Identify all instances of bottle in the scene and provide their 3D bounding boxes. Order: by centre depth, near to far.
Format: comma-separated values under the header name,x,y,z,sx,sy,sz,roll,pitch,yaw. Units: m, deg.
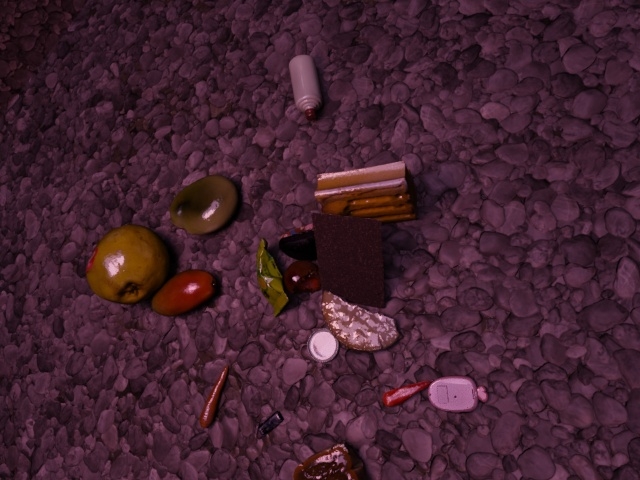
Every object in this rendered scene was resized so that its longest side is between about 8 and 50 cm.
name,x,y,z,sx,sy,sz,roll,pitch,yaw
bottle,-0.051,-0.556,1.700,0.104,0.104,0.245,-15,72,18

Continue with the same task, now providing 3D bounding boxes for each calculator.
name,x,y,z,sx,sy,sz,roll,pitch,yaw
calculator,0.391,0.439,1.314,0.165,0.024,0.103,-9,73,20

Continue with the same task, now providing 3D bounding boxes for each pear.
name,x,y,z,sx,sy,sz,roll,pitch,yaw
pear,-0.713,0.071,1.722,0.287,0.287,0.375,-38,38,9

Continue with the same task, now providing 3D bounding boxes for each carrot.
name,x,y,z,sx,sy,sz,roll,pitch,yaw
carrot,-0.362,0.534,1.582,0.048,0.048,0.216,14,77,24

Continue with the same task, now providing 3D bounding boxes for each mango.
name,x,y,z,sx,sy,sz,roll,pitch,yaw
mango,-0.509,0.199,1.680,0.289,0.129,0.146,-33,66,20

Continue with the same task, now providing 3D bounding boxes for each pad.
name,x,y,z,sx,sy,sz,roll,pitch,yaw
pad,0.089,0.065,1.411,0.219,0.331,0.004,9,36,22

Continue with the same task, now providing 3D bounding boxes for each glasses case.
name,x,y,z,sx,sy,sz,roll,pitch,yaw
glasses case,0.000,0.000,1.487,0.320,0.122,0.082,-14,51,38

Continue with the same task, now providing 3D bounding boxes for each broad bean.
name,x,y,z,sx,sy,sz,roll,pitch,yaw
broad bean,-0.442,-0.131,1.740,0.290,0.119,0.238,-22,61,13

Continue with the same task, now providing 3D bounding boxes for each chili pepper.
name,x,y,z,sx,sy,sz,roll,pitch,yaw
chili pepper,0.254,0.452,1.364,0.178,0.027,0.045,-26,68,12

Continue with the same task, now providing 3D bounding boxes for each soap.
name,x,y,z,sx,sy,sz,roll,pitch,yaw
soap,0.148,-0.136,1.433,0.280,0.259,0.143,-4,69,18

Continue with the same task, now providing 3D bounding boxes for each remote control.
name,x,y,z,sx,sy,sz,roll,pitch,yaw
remote control,-0.164,0.598,1.500,0.096,0.014,0.039,-42,66,8

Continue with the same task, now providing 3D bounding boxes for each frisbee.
name,x,y,z,sx,sy,sz,roll,pitch,yaw
frisbee,0.009,0.341,1.497,0.110,0.014,0.110,-6,73,20

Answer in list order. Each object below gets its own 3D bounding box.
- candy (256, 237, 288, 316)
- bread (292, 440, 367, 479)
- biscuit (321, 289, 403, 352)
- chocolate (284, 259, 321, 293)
name,x,y,z,sx,sy,sz,roll,pitch,yaw
candy,-0.177,0.125,1.565,0.069,0.149,0.247,-18,71,-26
bread,0.031,0.714,1.341,0.209,0.109,0.192,-30,69,12
biscuit,0.111,0.268,1.442,0.289,0.038,0.141,23,76,18
chocolate,-0.060,0.123,1.516,0.127,0.133,0.124,21,82,22
